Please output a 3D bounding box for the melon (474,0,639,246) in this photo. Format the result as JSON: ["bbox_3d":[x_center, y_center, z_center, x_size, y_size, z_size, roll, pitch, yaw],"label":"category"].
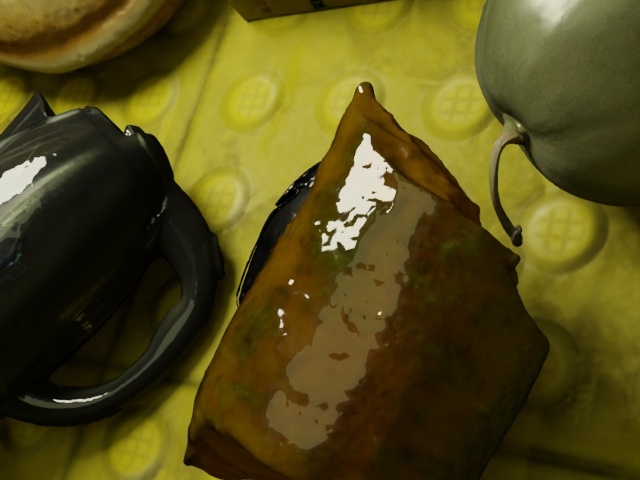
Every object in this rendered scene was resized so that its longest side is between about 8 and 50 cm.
[{"bbox_3d":[0.266,-0.165,0.747,0.308,0.271,0.271,-24,52,-19],"label":"melon"}]

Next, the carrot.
[{"bbox_3d":[0.051,0.079,0.753,0.242,0.241,0.340,25,83,34],"label":"carrot"}]

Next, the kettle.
[{"bbox_3d":[-0.268,0.027,0.982,0.324,0.228,0.321,-44,81,-2],"label":"kettle"}]

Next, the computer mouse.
[{"bbox_3d":[0.000,0.000,0.916,0.147,0.077,0.241,22,79,36],"label":"computer mouse"}]

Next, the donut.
[{"bbox_3d":[-0.321,-0.406,1.210,0.449,0.198,0.448,-11,64,25],"label":"donut"}]

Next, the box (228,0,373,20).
[{"bbox_3d":[0.000,-0.311,1.018,0.279,0.153,0.041,-2,66,28],"label":"box"}]
